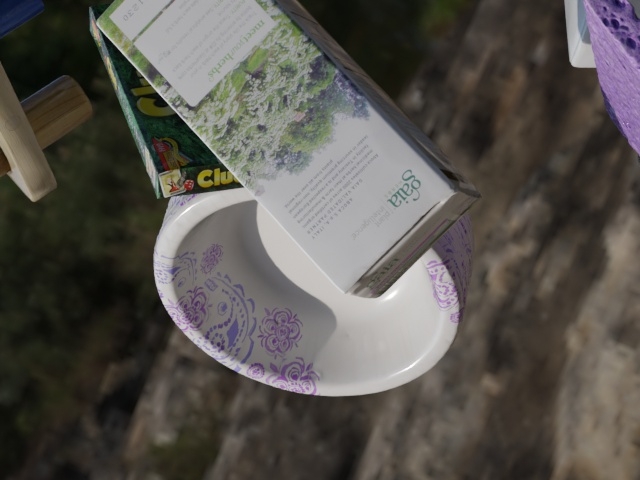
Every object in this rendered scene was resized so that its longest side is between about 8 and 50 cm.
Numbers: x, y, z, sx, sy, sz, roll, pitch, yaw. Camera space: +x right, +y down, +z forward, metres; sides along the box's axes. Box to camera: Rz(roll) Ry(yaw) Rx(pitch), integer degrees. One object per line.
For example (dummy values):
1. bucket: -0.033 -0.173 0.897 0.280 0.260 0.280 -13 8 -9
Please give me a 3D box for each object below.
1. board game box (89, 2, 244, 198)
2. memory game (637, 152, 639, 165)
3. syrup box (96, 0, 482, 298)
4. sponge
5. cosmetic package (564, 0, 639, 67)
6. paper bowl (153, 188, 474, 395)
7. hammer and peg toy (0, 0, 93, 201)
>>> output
1. board game box: -0.095 -0.124 1.528 0.260 0.136 0.030 -117 21 -50
2. memory game: 0.374 -0.067 1.705 0.012 0.186 0.186 22 -89 -62
3. syrup box: -0.018 -0.080 1.168 0.093 0.237 0.096 -45 -10 10
4. sponge: 0.269 -0.120 1.572 0.031 0.117 0.210 -33 -28 -1
5. cosmetic package: 0.419 -0.416 1.900 0.327 0.329 0.394 98 173 -66
6. paper bowl: 0.000 0.000 1.734 0.284 0.284 0.148 -55 14 46
7. hammer and peg toy: -0.295 -0.205 1.268 0.127 0.266 0.361 -34 -39 -14
